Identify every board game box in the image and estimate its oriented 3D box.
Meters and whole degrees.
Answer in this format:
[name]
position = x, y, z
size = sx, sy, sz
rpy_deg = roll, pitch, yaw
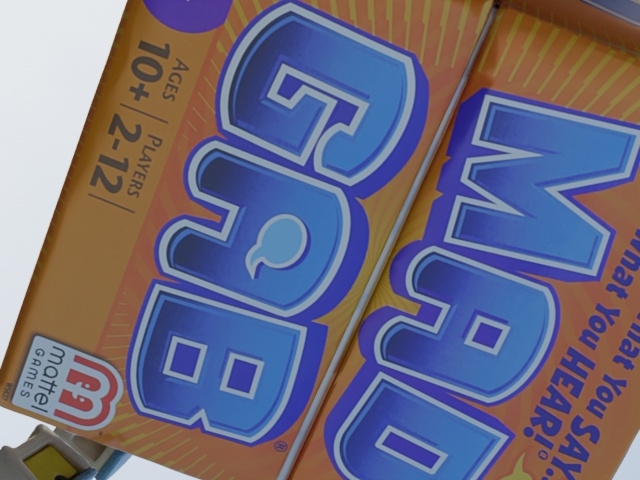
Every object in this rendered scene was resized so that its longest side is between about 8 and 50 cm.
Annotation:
[board game box]
position = 0.048, -0.070, 1.231
size = 0.356, 0.356, 0.356
rpy_deg = 20, -150, -5

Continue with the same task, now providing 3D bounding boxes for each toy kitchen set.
[toy kitchen set]
position = -0.158, 0.151, 1.665
size = 0.207, 0.122, 0.166
rpy_deg = -52, 170, 26
